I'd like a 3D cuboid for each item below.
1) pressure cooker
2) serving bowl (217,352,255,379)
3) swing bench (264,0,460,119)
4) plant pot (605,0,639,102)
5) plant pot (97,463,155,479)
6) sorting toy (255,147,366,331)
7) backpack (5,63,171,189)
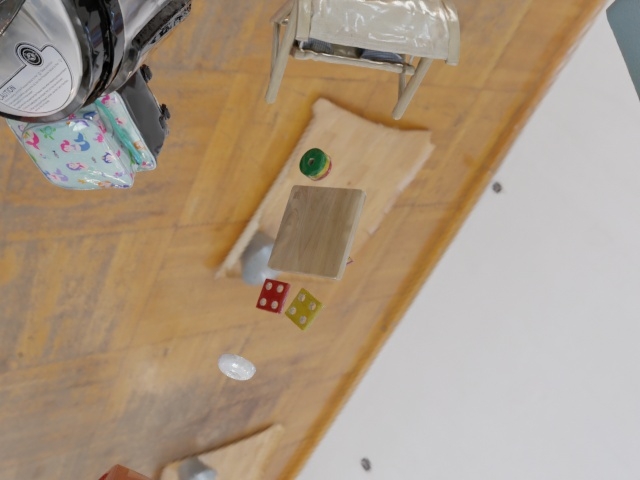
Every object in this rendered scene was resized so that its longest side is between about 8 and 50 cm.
[{"bbox_3d":[-0.373,-0.355,0.984,0.370,0.375,0.421,97,15,-51],"label":"pressure cooker"},{"bbox_3d":[-0.179,0.269,1.651,0.083,0.083,0.027,91,17,-53],"label":"serving bowl"},{"bbox_3d":[0.059,-0.328,1.280,0.253,0.165,0.254,6,165,-15],"label":"swing bench"},{"bbox_3d":[0.622,-0.336,1.186,0.247,0.248,0.252,-15,166,-2],"label":"plant pot"},{"bbox_3d":[-0.176,0.365,0.710,0.267,0.236,0.267,-44,-174,-8],"label":"plant pot"},{"bbox_3d":[0.000,0.000,1.146,0.046,0.132,0.275,32,70,-48],"label":"sorting toy"},{"bbox_3d":[-0.424,-0.205,1.399,0.225,0.253,0.191,70,31,-49],"label":"backpack"}]
